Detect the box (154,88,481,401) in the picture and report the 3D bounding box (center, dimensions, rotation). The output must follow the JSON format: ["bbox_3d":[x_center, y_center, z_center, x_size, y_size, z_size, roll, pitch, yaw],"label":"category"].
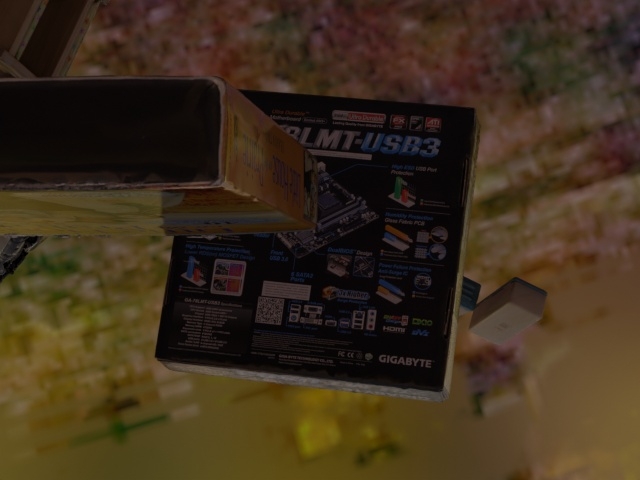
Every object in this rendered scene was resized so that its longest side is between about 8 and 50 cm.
[{"bbox_3d":[0.000,0.000,1.738,0.296,0.293,0.073,5,165,9],"label":"box"}]

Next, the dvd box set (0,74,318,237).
[{"bbox_3d":[-0.175,-0.043,1.078,0.308,0.062,0.420,0,177,6],"label":"dvd box set"}]

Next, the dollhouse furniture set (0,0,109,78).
[{"bbox_3d":[-0.296,-0.162,1.469,0.161,0.182,0.101,15,164,30],"label":"dollhouse furniture set"}]

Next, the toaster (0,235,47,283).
[{"bbox_3d":[-0.306,-0.060,1.800,0.185,0.110,0.168,-46,179,-39],"label":"toaster"}]

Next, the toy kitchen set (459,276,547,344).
[{"bbox_3d":[0.201,0.013,2.326,0.207,0.166,0.122,25,151,-14],"label":"toy kitchen set"}]
